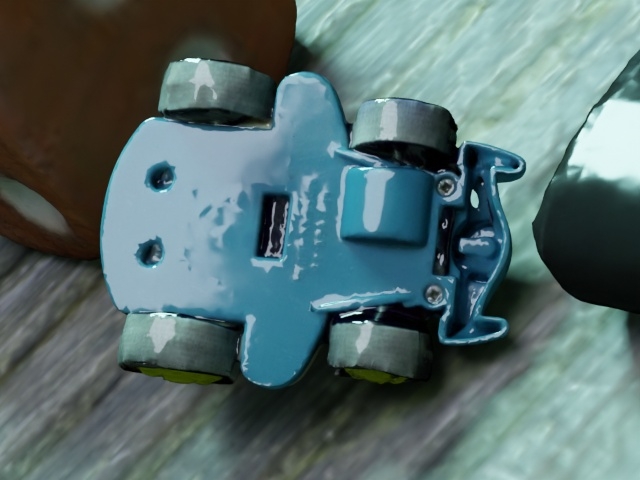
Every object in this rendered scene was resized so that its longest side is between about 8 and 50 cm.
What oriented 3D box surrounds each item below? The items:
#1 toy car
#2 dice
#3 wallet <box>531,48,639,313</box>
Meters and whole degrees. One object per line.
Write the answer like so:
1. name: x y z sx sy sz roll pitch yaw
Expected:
1. toy car: 0.000 0.000 0.663 0.161 0.098 0.126 4 80 10
2. dice: -0.127 -0.104 0.793 0.174 0.179 0.175 10 55 47
3. wallet: 0.268 -0.042 0.471 0.406 0.062 0.228 14 62 48
